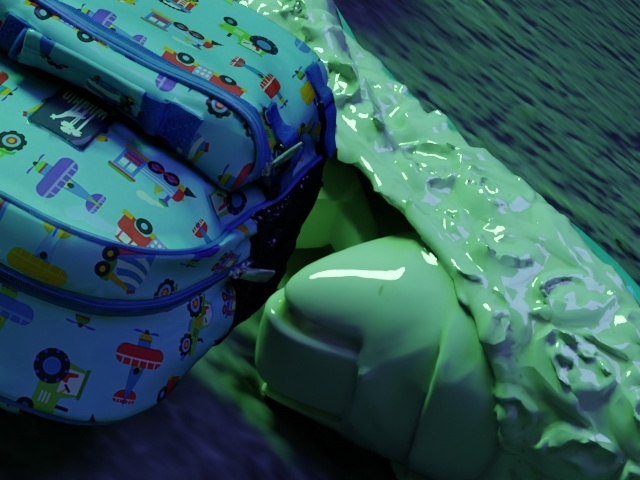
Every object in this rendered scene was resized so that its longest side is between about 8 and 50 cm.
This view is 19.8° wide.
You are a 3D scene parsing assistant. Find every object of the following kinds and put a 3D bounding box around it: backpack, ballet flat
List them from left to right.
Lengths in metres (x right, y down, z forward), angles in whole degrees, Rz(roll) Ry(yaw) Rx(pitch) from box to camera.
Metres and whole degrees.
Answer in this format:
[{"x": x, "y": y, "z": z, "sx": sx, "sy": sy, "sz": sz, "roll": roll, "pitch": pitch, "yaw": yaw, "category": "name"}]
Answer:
[{"x": -0.089, "y": -0.022, "z": 0.628, "sx": 0.158, "sy": 0.117, "sz": 0.173, "roll": 31, "pitch": 26, "yaw": 6, "category": "backpack"}, {"x": 0.000, "y": 0.000, "z": 0.781, "sx": 0.147, "sy": 0.147, "sz": 0.409, "roll": 10, "pitch": 34, "yaw": -54, "category": "ballet flat"}]
